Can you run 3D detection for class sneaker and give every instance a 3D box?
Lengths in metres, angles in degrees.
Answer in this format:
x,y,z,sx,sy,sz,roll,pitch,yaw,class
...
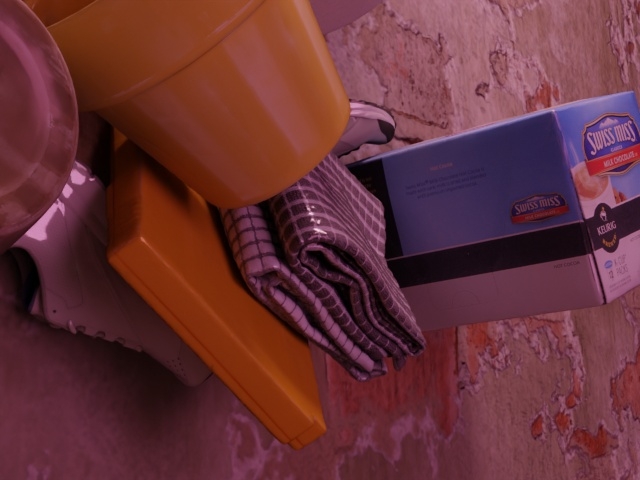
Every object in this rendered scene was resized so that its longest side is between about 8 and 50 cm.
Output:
x,y,z,sx,sy,sz,roll,pitch,yaw,class
-0.215,0.048,1.083,0.297,0.111,0.129,49,64,-25,sneaker
-0.014,-0.121,1.355,0.271,0.100,0.108,-7,96,-44,sneaker

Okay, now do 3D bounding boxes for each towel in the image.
x,y,z,sx,sy,sz,roll,pitch,yaw,class
0.000,0.000,1.193,0.284,0.121,0.235,46,15,-48,towel

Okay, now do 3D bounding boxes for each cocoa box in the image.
x,y,z,sx,sy,sz,roll,pitch,yaw,class
0.219,-0.030,1.395,0.231,0.347,0.228,-17,94,-50,cocoa box

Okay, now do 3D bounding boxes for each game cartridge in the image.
x,y,z,sx,sy,sz,roll,pitch,yaw,class
-0.107,0.024,1.100,0.285,0.052,0.324,51,12,-28,game cartridge

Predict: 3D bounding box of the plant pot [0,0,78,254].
x,y,z,sx,sy,sz,roll,pitch,yaw,class
-0.335,-0.068,0.817,0.323,0.280,0.323,14,72,-47,plant pot

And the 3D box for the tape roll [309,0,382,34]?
x,y,z,sx,sy,sz,roll,pitch,yaw,class
-0.065,-0.378,1.133,0.392,0.392,0.072,44,26,-33,tape roll

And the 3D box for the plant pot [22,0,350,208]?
x,y,z,sx,sy,sz,roll,pitch,yaw,class
-0.102,-0.168,0.992,0.239,0.254,0.254,52,47,-29,plant pot
